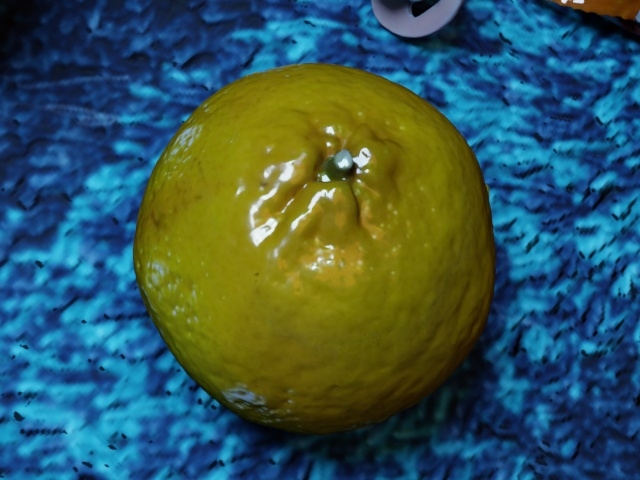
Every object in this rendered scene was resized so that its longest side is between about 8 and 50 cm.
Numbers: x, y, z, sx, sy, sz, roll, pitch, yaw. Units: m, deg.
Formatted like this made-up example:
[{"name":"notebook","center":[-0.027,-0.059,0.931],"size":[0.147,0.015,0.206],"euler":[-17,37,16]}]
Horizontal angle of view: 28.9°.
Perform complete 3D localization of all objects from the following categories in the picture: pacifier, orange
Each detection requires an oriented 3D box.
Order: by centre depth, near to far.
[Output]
[{"name":"orange","center":[0.000,0.002,0.591],"size":[0.177,0.155,0.178],"euler":[1,87,-22]},{"name":"pacifier","center":[0.058,-0.167,0.707],"size":[0.078,0.081,0.099],"euler":[-18,80,-51]}]

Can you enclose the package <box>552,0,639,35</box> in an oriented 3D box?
[{"name":"package","center":[0.291,-0.160,0.715],"size":[0.288,0.223,0.108],"euler":[-22,126,-18]}]
